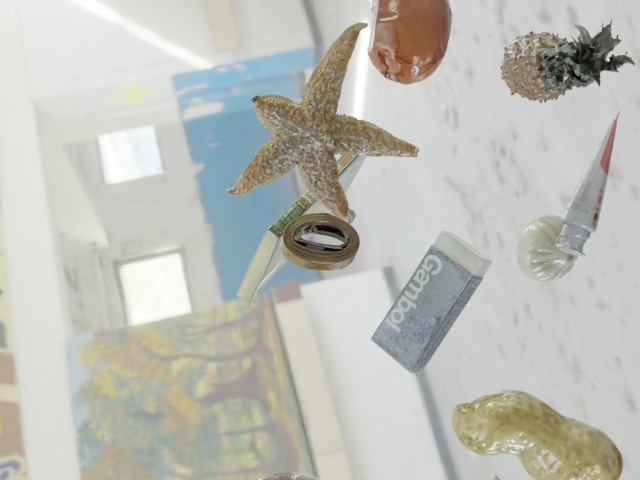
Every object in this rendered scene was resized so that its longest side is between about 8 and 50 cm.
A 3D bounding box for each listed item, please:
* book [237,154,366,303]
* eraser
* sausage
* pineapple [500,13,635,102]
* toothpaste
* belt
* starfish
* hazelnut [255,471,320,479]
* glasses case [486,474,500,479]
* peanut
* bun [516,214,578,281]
[{"bbox_3d":[-0.022,-0.037,1.474,0.027,0.264,0.202,38,145,6],"label":"book"},{"bbox_3d":[0.169,0.095,1.472,0.092,0.213,0.046,38,-167,31],"label":"eraser"},{"bbox_3d":[0.138,-0.362,1.477,0.133,0.133,0.259,94,178,-68],"label":"sausage"},{"bbox_3d":[0.505,-0.362,1.922,0.364,0.165,0.166,-165,62,-72],"label":"pineapple"},{"bbox_3d":[0.440,-0.092,1.540,0.089,0.057,0.234,27,-99,-77],"label":"toothpaste"},{"bbox_3d":[0.000,0.000,1.017,0.036,0.083,0.059,109,167,-69],"label":"belt"},{"bbox_3d":[0.013,-0.144,1.287,0.295,0.231,0.048,-55,11,10],"label":"starfish"},{"bbox_3d":[-0.035,0.457,1.492,0.210,0.186,0.210,20,118,43],"label":"hazelnut"},{"bbox_3d":[0.277,0.403,1.479,0.083,0.021,0.032,-108,30,-48],"label":"glasses case"},{"bbox_3d":[0.287,0.265,1.266,0.103,0.229,0.098,-63,-12,-11],"label":"peanut"},{"bbox_3d":[0.466,0.022,1.900,0.094,0.138,0.138,36,140,59],"label":"bun"}]
